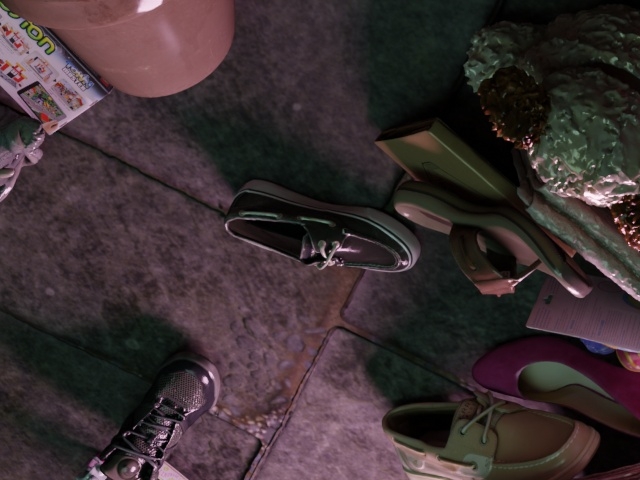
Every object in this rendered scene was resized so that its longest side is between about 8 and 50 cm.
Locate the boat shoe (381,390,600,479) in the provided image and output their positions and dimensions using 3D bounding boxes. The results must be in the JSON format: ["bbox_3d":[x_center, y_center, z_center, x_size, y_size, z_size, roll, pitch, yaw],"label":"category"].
[{"bbox_3d":[0.187,0.228,2.009,0.302,0.109,0.098,-8,125,52],"label":"boat shoe"}]

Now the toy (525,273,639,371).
[{"bbox_3d":[0.342,0.101,1.839,0.237,0.137,0.056,9,117,14],"label":"toy"}]

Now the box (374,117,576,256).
[{"bbox_3d":[0.159,-0.050,1.814,0.201,0.021,0.164,40,167,-13],"label":"box"}]

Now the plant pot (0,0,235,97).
[{"bbox_3d":[-0.182,-0.263,1.704,0.263,0.263,0.229,4,147,20],"label":"plant pot"}]

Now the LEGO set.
[{"bbox_3d":[-0.191,0.376,2.350,0.287,0.107,0.132,41,172,-19],"label":"LEGO set"}]

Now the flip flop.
[{"bbox_3d":[0.164,0.011,1.757,0.277,0.080,0.112,24,168,47],"label":"flip flop"}]

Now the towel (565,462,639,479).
[{"bbox_3d":[0.348,0.320,1.982,0.237,0.037,0.329,-20,152,35],"label":"towel"}]

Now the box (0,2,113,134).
[{"bbox_3d":[-0.330,-0.220,1.924,0.114,0.036,0.207,-28,114,38],"label":"box"}]

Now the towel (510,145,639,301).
[{"bbox_3d":[0.306,0.008,1.749,0.282,0.187,0.049,37,107,-9],"label":"towel"}]

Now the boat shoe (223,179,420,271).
[{"bbox_3d":[0.000,0.000,1.948,0.219,0.070,0.078,16,133,10],"label":"boat shoe"}]

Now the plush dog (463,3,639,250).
[{"bbox_3d":[0.266,-0.118,1.628,0.262,0.225,0.210,35,133,-8],"label":"plush dog"}]

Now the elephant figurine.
[{"bbox_3d":[-0.393,-0.097,1.987,0.239,0.186,0.169,-33,150,13],"label":"elephant figurine"}]

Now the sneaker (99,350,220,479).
[{"bbox_3d":[-0.203,0.237,2.198,0.087,0.130,0.227,34,131,-9],"label":"sneaker"}]

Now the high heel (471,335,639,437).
[{"bbox_3d":[0.276,0.174,1.948,0.244,0.117,0.082,3,130,20],"label":"high heel"}]
